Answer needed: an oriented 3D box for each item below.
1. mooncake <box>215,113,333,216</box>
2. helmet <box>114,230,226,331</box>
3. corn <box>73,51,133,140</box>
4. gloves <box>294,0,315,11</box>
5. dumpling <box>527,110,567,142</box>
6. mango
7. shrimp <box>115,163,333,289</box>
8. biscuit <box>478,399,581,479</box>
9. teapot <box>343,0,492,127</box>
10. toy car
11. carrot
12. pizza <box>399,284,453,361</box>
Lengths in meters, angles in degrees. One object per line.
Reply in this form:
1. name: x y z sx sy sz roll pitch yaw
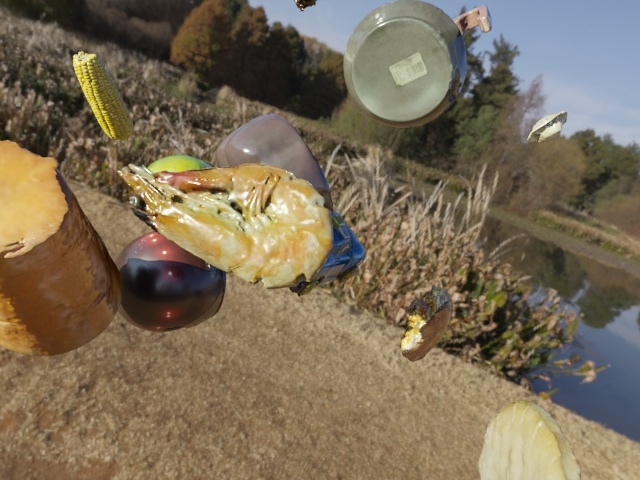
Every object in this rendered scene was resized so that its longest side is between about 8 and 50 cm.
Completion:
1. mooncake: -0.082 -0.106 0.860 0.133 0.244 0.245 -36 44 -20
2. helmet: -0.284 0.074 0.895 0.216 0.189 0.193 -20 -12 7
3. corn: -0.456 -0.298 1.014 0.068 0.206 0.067 -3 49 4
4. gloves: -0.061 -0.693 1.174 0.312 0.135 0.210 41 3 7
5. dumpling: 0.445 -0.226 0.936 0.076 0.057 0.052 -4 50 20
6. mango: -0.407 -0.151 1.446 0.201 0.225 0.382 53 6 -3
7. shrimp: -0.123 -0.041 0.605 0.295 0.153 0.062 21 -11 0
8. biscuit: 0.308 0.318 0.741 0.038 0.141 0.289 13 -24 -1
9. teapot: 0.263 -0.503 1.265 0.305 0.376 0.361 59 28 -23
10. toy car: 0.000 0.000 1.128 0.314 0.166 0.198 -10 60 -52
11. carrot: -0.349 0.012 0.595 0.196 0.254 0.195 10 56 -15
12. pizza: 0.295 0.238 1.357 0.162 0.305 0.085 -16 49 -25
